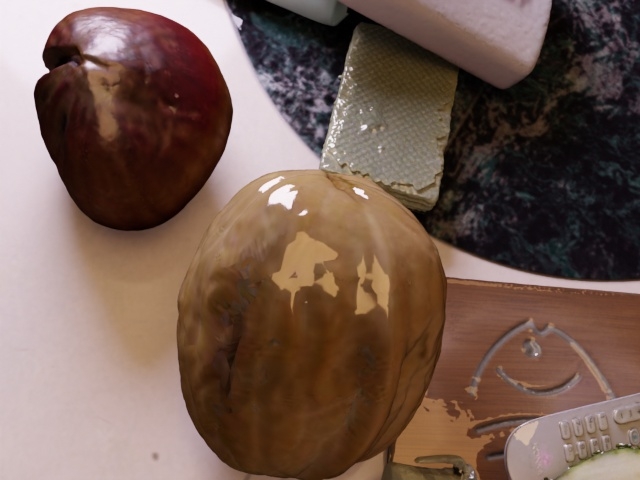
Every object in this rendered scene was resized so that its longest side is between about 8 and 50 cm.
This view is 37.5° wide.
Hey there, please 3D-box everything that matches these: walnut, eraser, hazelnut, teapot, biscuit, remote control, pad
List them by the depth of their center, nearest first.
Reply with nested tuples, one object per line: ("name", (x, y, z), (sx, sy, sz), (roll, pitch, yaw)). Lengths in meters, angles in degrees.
("walnut", (-0.007, 0.072, 0.768), (0.225, 0.225, 0.261), (4, 102, -7))
("teapot", (0.099, 0.211, 0.803), (0.083, 0.067, 0.057), (0, 24, -16))
("hazelnut", (-0.169, -0.111, 0.845), (0.178, 0.178, 0.204), (10, 76, -4))
("remote control", (0.264, 0.176, 0.845), (0.229, 0.044, 0.073), (-10, 87, -18))
("pad", (0.203, 0.174, 0.867), (0.286, 0.018, 0.284), (5, 69, -7))
("eraser", (0.102, -0.281, 0.940), (0.270, 0.095, 0.174), (24, 62, -24))
("biscuit", (0.072, -0.128, 0.941), (0.121, 0.040, 0.199), (15, 59, -4))

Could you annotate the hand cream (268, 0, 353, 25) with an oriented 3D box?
("hand cream", (-0.103, -0.321, 1.000), (0.321, 0.067, 0.109), (27, 67, 8))

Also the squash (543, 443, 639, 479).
("squash", (0.299, 0.313, 0.782), (0.260, 0.189, 0.189), (44, 65, -29))
